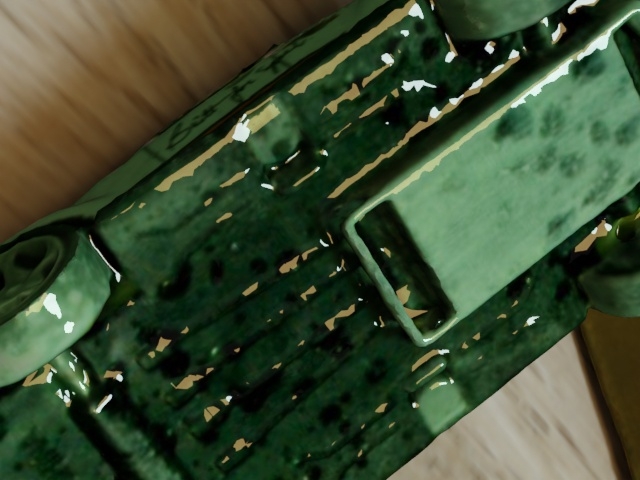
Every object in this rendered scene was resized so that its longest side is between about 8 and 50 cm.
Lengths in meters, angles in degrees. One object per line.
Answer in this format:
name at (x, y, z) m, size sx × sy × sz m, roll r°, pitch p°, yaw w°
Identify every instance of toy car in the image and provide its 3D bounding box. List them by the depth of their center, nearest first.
toy car at (0.000, 0.000, 0.428) m, size 0.306 × 0.125 × 0.136 m, roll -36°, pitch 118°, yaw -6°

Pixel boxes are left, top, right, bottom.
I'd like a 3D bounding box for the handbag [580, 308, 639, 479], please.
handbag at (0.272, 0.079, 0.529) m, size 0.133 × 0.283 × 0.401 m, roll -29°, pitch 106°, yaw -36°
